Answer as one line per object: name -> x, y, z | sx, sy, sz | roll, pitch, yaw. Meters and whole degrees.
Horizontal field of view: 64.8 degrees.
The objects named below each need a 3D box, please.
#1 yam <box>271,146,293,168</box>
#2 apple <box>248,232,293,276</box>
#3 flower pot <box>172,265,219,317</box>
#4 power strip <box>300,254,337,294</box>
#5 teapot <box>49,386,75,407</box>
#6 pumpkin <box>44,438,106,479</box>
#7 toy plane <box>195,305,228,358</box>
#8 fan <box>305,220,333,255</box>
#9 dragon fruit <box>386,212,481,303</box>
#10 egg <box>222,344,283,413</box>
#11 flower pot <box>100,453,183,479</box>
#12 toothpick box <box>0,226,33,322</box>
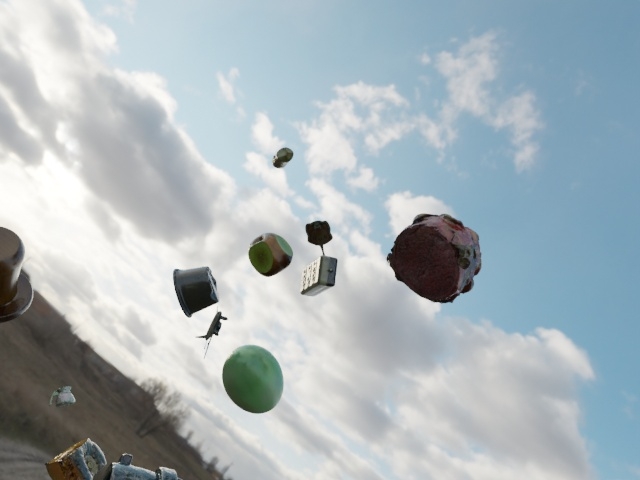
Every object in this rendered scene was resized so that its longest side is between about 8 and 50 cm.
yam -> -0.163, -0.350, 2.133 | 0.070, 0.070, 0.146 | 45, -19, -7
apple -> -0.185, 0.050, 1.801 | 0.146, 0.163, 0.147 | -32, -83, 18
flower pot -> -0.373, 0.148, 1.539 | 0.157, 0.107, 0.157 | 165, -90, -85
power strip -> -0.009, 0.127, 1.784 | 0.070, 0.105, 0.257 | 10, -18, -16
teapot -> -0.927, 0.561, 1.806 | 0.064, 0.083, 0.064 | -47, -125, 46
pumpkin -> -0.912, 0.839, 1.841 | 0.139, 0.190, 0.280 | 59, -10, 4
toy plane -> -0.396, 0.320, 1.865 | 0.058, 0.226, 0.226 | 26, -46, -21
fan -> 0.000, 0.000, 2.522 | 0.132, 0.009, 0.220 | -7, -65, 11
dragon fruit -> 0.421, 0.030, 1.723 | 0.314, 0.263, 0.296 | 36, -47, 35
egg -> -0.251, 0.522, 1.895 | 0.220, 0.220, 0.269 | -10, -73, 57
flower pot -> -0.566, 0.846, 1.586 | 0.283, 0.299, 0.299 | 25, -22, -18
toothpick box -> -0.928, 0.103, 1.433 | 0.192, 0.192, 0.294 | 37, -49, 10
